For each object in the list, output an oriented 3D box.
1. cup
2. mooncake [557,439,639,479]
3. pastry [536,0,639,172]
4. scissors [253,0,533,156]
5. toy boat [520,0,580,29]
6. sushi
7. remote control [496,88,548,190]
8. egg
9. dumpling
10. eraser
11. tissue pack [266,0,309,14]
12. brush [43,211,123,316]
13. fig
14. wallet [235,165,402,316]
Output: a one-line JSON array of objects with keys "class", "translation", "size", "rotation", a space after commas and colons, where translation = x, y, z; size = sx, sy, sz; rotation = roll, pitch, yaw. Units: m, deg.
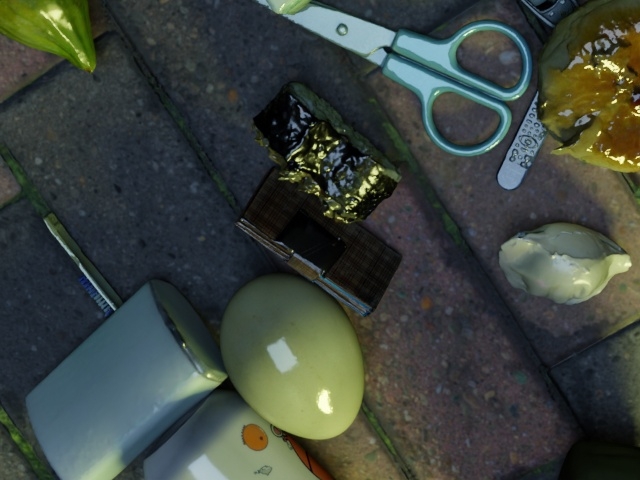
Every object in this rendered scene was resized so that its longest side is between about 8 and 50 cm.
[{"class": "cup", "translation": [-0.096, 0.379, 1.932], "size": [0.317, 0.212, 0.212], "rotation": [45, 105, -3]}, {"class": "mooncake", "translation": [0.402, 0.450, 1.803], "size": [0.194, 0.356, 0.356], "rotation": [13, 105, 7]}, {"class": "pastry", "translation": [0.404, -0.206, 1.746], "size": [0.235, 0.121, 0.257], "rotation": [26, 114, -11]}, {"class": "scissors", "translation": [0.069, -0.275, 1.844], "size": [0.447, 0.029, 0.193], "rotation": [25, 106, 4]}, {"class": "toy boat", "translation": [0.300, -0.326, 1.784], "size": [0.141, 0.060, 0.055], "rotation": [43, 104, -7]}, {"class": "sushi", "translation": [0.004, -0.114, 1.832], "size": [0.212, 0.147, 0.115], "rotation": [40, 101, -10]}, {"class": "remote control", "translation": [0.287, -0.140, 1.847], "size": [0.043, 0.027, 0.152], "rotation": [28, 104, 7]}, {"class": "egg", "translation": [-0.035, 0.165, 1.882], "size": [0.188, 0.188, 0.254], "rotation": [-31, 97, 14]}, {"class": "dumpling", "translation": [0.334, 0.041, 1.851], "size": [0.188, 0.108, 0.127], "rotation": [6, 129, -10]}, {"class": "eraser", "translation": [-0.287, 0.214, 1.951], "size": [0.290, 0.104, 0.189], "rotation": [-42, 64, 16]}, {"class": "tissue pack", "translation": [0.005, -0.523, 1.723], "size": [0.388, 0.162, 0.287], "rotation": [-40, 95, 14]}, {"class": "brush", "translation": [-0.356, 0.037, 1.980], "size": [0.030, 0.033, 0.178], "rotation": [-34, 97, 29]}, {"class": "fig", "translation": [-0.393, -0.349, 1.832], "size": [0.233, 0.167, 0.167], "rotation": [22, 107, -21]}, {"class": "wallet", "translation": [0.000, 0.000, 1.871], "size": [0.230, 0.124, 0.042], "rotation": [36, 138, -8]}]
